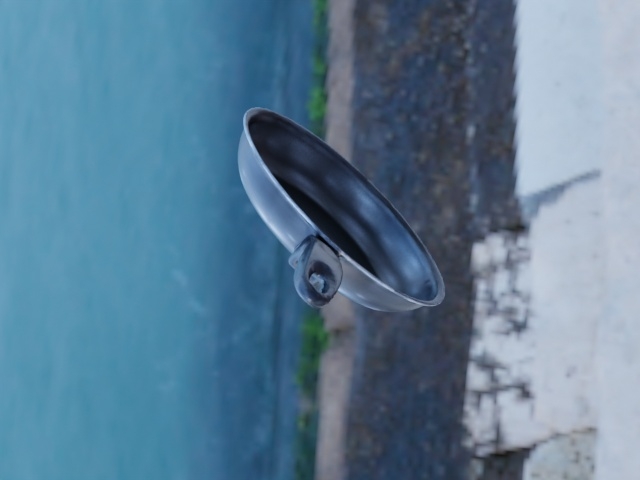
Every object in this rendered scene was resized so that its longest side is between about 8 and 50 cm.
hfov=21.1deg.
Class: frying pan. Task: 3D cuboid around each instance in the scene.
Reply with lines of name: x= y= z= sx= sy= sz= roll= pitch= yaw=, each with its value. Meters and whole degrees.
frying pan: x=0.021 y=0.014 z=1.192 sx=0.053 sy=0.197 sz=0.326 roll=-45 pitch=28 yaw=17
